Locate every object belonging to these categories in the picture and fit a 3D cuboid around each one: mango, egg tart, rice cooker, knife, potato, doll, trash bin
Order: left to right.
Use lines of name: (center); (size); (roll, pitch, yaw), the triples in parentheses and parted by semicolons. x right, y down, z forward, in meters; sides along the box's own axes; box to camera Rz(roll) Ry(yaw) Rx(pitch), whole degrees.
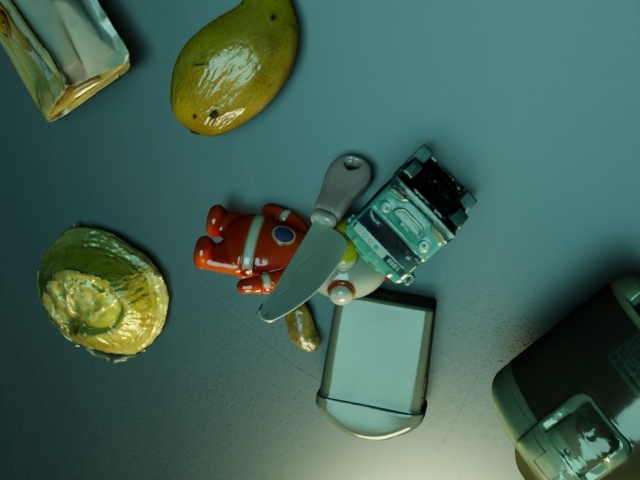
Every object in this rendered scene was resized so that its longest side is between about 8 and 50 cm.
egg tart: (-0.377, 0.096, 1.776); (0.231, 0.098, 0.252); (-26, 100, 20)
mango: (-0.132, -0.274, 1.628); (0.157, 0.109, 0.262); (39, 106, 5)
potato: (-0.032, 0.143, 1.736); (0.046, 0.045, 0.092); (-25, 101, -20)
doll: (-0.021, 0.019, 1.636); (0.336, 0.200, 0.105); (11, 133, 6)
knife: (0.003, 0.000, 1.574); (0.081, 0.336, 0.043); (17, 145, 13)
trash bin: (0.092, 0.200, 1.697); (0.176, 0.101, 0.236); (11, 102, 11)
rice cooker: (0.430, 0.253, 1.516); (0.325, 0.335, 0.335); (-41, 92, 15)

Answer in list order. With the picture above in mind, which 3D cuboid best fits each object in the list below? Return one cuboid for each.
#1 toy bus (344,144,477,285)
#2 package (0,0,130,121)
toy bus: (0.133, -0.039, 1.550); (0.128, 0.256, 0.147); (45, 110, 0)
package: (-0.434, -0.374, 1.667); (0.165, 0.221, 0.311); (-33, 93, -23)
